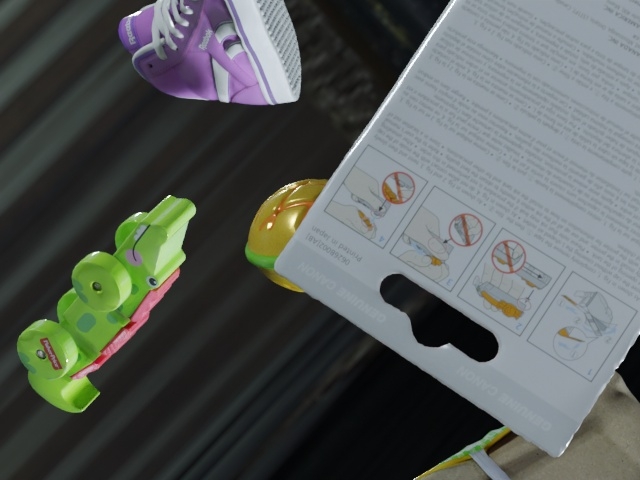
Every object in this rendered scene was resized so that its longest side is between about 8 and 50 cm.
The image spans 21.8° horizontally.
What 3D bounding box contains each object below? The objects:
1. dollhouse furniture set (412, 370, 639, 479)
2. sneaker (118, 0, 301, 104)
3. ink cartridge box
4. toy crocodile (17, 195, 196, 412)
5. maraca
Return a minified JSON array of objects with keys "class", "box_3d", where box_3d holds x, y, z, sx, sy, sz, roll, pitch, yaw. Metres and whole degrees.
[{"class":"dollhouse furniture set","box_3d":[0.137,0.232,0.728,0.301,0.198,0.151,47,-30,33]},{"class":"sneaker","box_3d":[-0.116,-0.208,1.508,0.161,0.102,0.282,1,-31,9]},{"class":"ink cartridge box","box_3d":[0.090,-0.022,0.681,0.145,0.179,0.045,33,-1,17]},{"class":"toy crocodile","box_3d":[-0.232,0.073,1.836,0.105,0.115,0.340,42,-54,0]},{"class":"maraca","box_3d":[0.000,0.000,1.480,0.186,0.127,0.099,-144,-146,-69]}]
